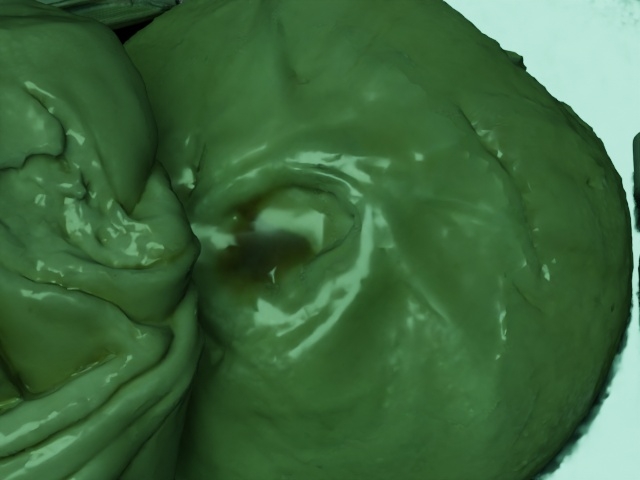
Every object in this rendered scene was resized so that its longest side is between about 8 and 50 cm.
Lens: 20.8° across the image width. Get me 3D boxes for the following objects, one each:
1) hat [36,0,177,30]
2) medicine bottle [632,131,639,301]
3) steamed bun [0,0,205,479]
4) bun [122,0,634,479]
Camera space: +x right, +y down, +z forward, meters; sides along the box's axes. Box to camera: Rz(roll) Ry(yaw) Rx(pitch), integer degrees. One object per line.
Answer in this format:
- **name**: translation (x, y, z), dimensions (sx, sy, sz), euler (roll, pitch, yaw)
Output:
- **hat**: translation (-0.214, -0.127, 1.124), dimensions (0.226, 0.219, 0.164), euler (4, 119, -20)
- **medicine bottle**: translation (0.237, 0.017, 1.014), dimensions (0.105, 0.105, 0.168), euler (-3, 80, 10)
- **steamed bun**: translation (-0.198, 0.029, 0.900), dimensions (0.276, 0.203, 0.289), euler (25, 117, 52)
- **bun**: translation (-0.001, 0.003, 1.011), dimensions (0.364, 0.202, 0.364), euler (-2, 81, 12)
